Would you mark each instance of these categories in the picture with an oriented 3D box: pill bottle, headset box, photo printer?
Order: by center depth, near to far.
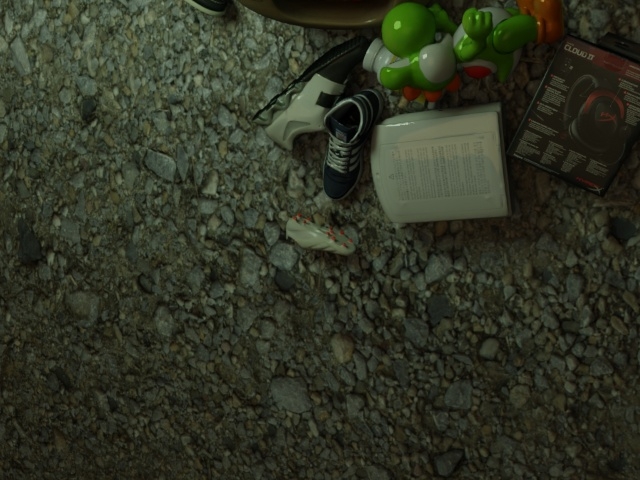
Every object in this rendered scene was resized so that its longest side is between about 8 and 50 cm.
[{"bbox_3d":[0.545,-0.268,1.394,0.218,0.110,0.293,27,114,13],"label":"headset box"},{"bbox_3d":[0.190,-0.372,1.510,0.184,0.103,0.103,30,115,12],"label":"pill bottle"},{"bbox_3d":[0.265,-0.165,1.538,0.308,0.107,0.256,-4,108,24],"label":"photo printer"}]

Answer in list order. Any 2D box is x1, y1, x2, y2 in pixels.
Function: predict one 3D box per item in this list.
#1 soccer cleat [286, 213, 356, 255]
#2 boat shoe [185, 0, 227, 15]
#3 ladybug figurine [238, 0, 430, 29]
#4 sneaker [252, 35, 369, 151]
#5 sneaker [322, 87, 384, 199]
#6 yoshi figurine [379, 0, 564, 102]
[{"bbox_3d":[0.000,0.000,1.726,0.196,0.068,0.076,26,119,21],"label":"soccer cleat"},{"bbox_3d":[-0.323,-0.681,1.612,0.340,0.127,0.113,53,129,10],"label":"boat shoe"},{"bbox_3d":[0.016,-0.571,1.422,0.449,0.305,0.161,3,74,-4],"label":"ladybug figurine"},{"bbox_3d":[0.007,-0.336,1.602,0.330,0.122,0.146,-36,109,26],"label":"sneaker"},{"bbox_3d":[0.051,-0.212,1.587,0.099,0.153,0.282,26,114,13],"label":"sneaker"},{"bbox_3d":[0.276,-0.425,1.367,0.362,0.203,0.203,-20,68,5],"label":"yoshi figurine"}]
